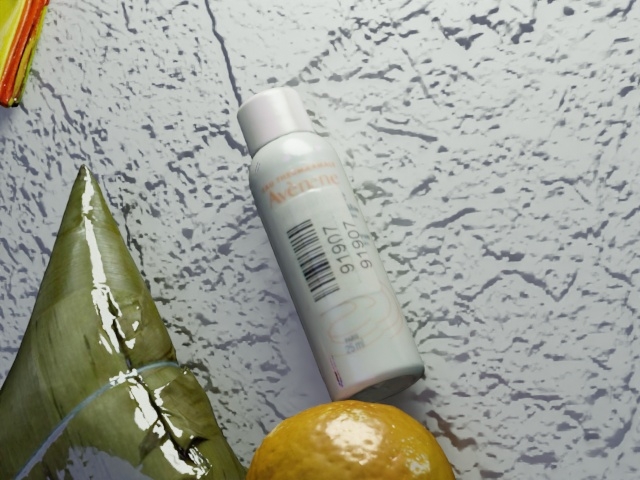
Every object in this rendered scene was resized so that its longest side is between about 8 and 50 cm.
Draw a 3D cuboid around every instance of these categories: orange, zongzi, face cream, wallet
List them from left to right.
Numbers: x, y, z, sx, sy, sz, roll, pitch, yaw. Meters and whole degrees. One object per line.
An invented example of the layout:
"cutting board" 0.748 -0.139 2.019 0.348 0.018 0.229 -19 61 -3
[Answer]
"wallet" -0.372 -0.227 1.596 0.241 0.067 0.141 22 94 29
"zongzi" -0.256 0.152 1.405 0.323 0.160 0.360 -30 69 12
"face cream" 0.000 0.000 1.305 0.082 0.082 0.269 -32 70 29
"orange" 0.022 0.210 1.227 0.178 0.155 0.177 2 94 26
